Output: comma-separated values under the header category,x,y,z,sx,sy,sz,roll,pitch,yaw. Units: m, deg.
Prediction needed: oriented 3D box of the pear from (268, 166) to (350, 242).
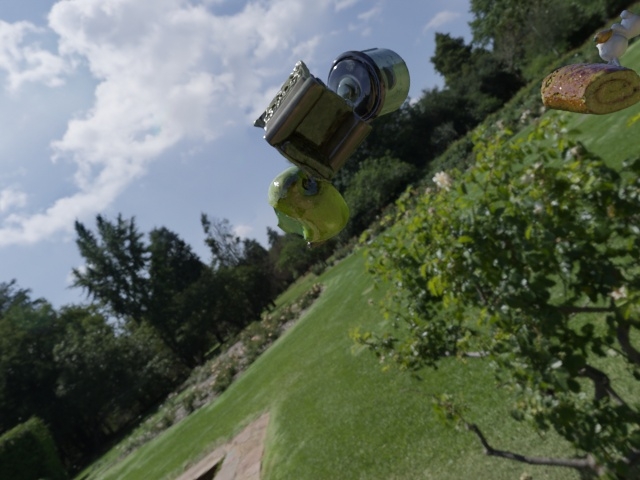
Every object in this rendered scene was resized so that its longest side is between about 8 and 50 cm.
category,x,y,z,sx,sy,sz,roll,pitch,yaw
pear,-0.062,-0.130,1.675,0.176,0.286,0.282,-61,-22,-19

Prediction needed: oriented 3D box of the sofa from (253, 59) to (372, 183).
category,x,y,z,sx,sy,sz,roll,pitch,yaw
sofa,-0.002,-0.276,1.154,0.200,0.182,0.258,-51,-38,14

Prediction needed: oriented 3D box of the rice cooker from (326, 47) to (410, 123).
category,x,y,z,sx,sy,sz,roll,pitch,yaw
rice cooker,0.174,-0.583,1.767,0.317,0.264,0.316,-16,15,4

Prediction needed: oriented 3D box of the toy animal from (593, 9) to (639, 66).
category,x,y,z,sx,sy,sz,roll,pitch,yaw
toy animal,0.879,-0.570,1.386,0.131,0.127,0.181,0,-57,-54

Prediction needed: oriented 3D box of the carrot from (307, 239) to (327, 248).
category,x,y,z,sx,sy,sz,roll,pitch,yaw
carrot,-0.001,0.001,2.053,0.036,0.035,0.165,-39,-9,39

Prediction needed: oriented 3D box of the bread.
category,x,y,z,sx,sy,sz,roll,pitch,yaw
bread,0.581,-0.330,1.020,0.132,0.103,0.172,-17,23,-1
